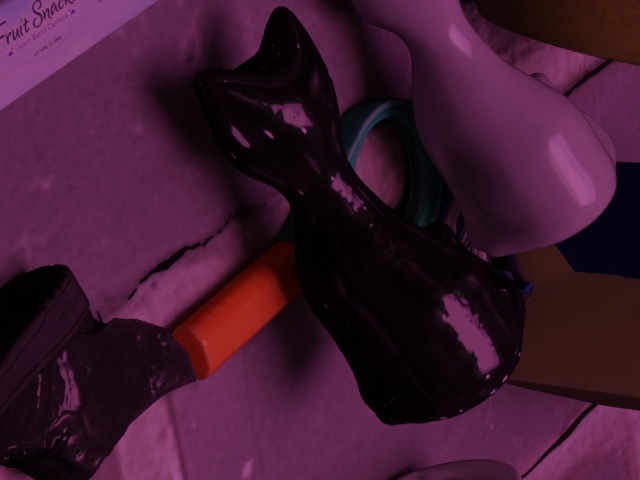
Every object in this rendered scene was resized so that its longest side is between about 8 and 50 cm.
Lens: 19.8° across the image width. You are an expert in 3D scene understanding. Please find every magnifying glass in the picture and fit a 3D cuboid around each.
[{"bbox_3d":[0.000,0.000,0.945,0.231,0.026,0.092,-40,125,-44],"label":"magnifying glass"}]

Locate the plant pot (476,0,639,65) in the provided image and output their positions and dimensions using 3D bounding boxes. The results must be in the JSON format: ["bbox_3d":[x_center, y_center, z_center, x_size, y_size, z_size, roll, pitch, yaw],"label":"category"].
[{"bbox_3d":[0.187,-0.251,1.005,0.275,0.275,0.293,-10,117,-54],"label":"plant pot"}]

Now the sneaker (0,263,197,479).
[{"bbox_3d":[-0.121,0.076,0.762,0.170,0.051,0.089,-53,129,-41],"label":"sneaker"}]

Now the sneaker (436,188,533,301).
[{"bbox_3d":[0.088,0.035,1.044,0.052,0.058,0.135,16,82,-54],"label":"sneaker"}]

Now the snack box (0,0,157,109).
[{"bbox_3d":[-0.139,-0.078,0.675,0.141,0.100,0.037,-43,128,-43],"label":"snack box"}]

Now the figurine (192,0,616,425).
[{"bbox_3d":[0.044,-0.055,0.920,0.209,0.092,0.215,55,47,-23],"label":"figurine"}]

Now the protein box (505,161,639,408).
[{"bbox_3d":[0.226,0.037,1.114,0.201,0.200,0.136,17,80,-54],"label":"protein box"}]

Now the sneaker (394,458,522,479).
[{"bbox_3d":[0.043,0.281,0.947,0.323,0.130,0.236,-36,118,-53],"label":"sneaker"}]
